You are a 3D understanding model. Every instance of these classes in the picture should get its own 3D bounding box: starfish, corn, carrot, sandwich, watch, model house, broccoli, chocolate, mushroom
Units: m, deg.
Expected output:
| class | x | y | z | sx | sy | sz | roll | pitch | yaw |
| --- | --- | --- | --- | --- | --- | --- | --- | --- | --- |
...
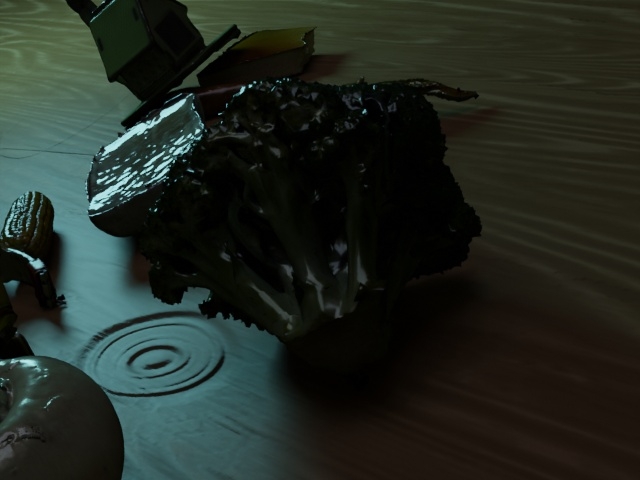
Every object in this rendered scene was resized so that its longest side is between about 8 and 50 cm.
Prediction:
| class | x | y | z | sx | sy | sz | roll | pitch | yaw |
| --- | --- | --- | --- | --- | --- | --- | --- | --- | --- |
| starfish | 0.015 | -0.160 | 1.782 | 0.358 | 0.078 | 0.347 | -34 | 32 | -33 |
| corn | -0.394 | -0.013 | 1.734 | 0.068 | 0.068 | 0.207 | -17 | 23 | 2 |
| carrot | -0.166 | -0.227 | 2.070 | 0.161 | 0.055 | 0.055 | -9 | 24 | 1 |
| sandwich | -0.091 | -0.302 | 2.167 | 0.162 | 0.058 | 0.193 | 2 | 32 | 37 |
| watch | -0.397 | 0.072 | 1.545 | 0.268 | 0.102 | 0.165 | 11 | 34 | 33 |
| model house | -0.312 | -0.369 | 2.124 | 0.218 | 0.278 | 0.205 | -32 | 15 | 34 |
| broccoli | 0.000 | 0.000 | 1.238 | 0.321 | 0.304 | 0.283 | -34 | 43 | 21 |
| chocolate | -0.222 | -0.095 | 1.759 | 0.185 | 0.100 | 0.303 | -27 | 21 | 4 |
| mushroom | -0.294 | 0.187 | 1.081 | 0.246 | 0.202 | 0.246 | -23 | 26 | 12 |

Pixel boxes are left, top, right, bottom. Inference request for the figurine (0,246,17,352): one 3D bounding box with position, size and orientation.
| class | x | y | z | sx | sy | sz | roll | pitch | yaw |
| --- | --- | --- | --- | --- | --- | --- | --- | --- | --- |
| figurine | -0.448 | 0.119 | 1.280 | 0.324 | 0.231 | 0.340 | -36 | 16 | 35 |
